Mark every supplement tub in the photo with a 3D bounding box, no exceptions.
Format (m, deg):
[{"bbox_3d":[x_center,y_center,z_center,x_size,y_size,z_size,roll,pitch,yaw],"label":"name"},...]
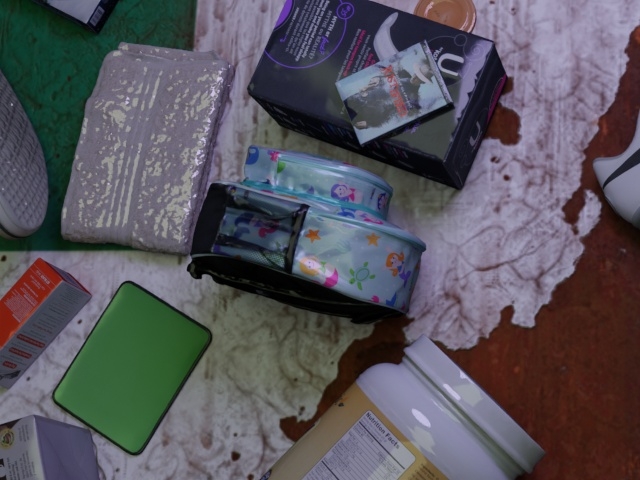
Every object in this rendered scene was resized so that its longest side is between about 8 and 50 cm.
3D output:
[{"bbox_3d":[0.075,0.282,1.527,0.316,0.228,0.228,-46,69,0],"label":"supplement tub"}]

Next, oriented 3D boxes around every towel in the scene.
[{"bbox_3d":[-0.229,-0.125,1.811,0.187,0.049,0.282,8,78,17],"label":"towel"}]

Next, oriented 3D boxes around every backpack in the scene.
[{"bbox_3d":[0.000,0.000,1.626,0.253,0.225,0.191,20,87,15],"label":"backpack"}]

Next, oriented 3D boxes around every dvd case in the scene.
[{"bbox_3d":[0.086,-0.173,1.604,0.119,0.013,0.087,-23,74,9],"label":"dvd case"}]

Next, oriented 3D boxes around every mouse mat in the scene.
[{"bbox_3d":[-0.244,0.163,1.763,0.152,0.007,0.190,30,86,20],"label":"mouse mat"}]

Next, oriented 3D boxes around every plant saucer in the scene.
[{"bbox_3d":[0.160,-0.289,1.767,0.083,0.013,0.083,-4,74,14],"label":"plant saucer"}]

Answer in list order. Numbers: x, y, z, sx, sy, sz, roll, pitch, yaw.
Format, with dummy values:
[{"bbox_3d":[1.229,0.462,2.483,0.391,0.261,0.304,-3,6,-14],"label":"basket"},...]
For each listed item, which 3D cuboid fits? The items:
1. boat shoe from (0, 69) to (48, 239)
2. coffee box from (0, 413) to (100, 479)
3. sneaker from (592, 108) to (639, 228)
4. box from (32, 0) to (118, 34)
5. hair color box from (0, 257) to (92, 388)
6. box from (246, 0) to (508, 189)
[{"bbox_3d":[-0.514,-0.183,1.838,0.156,0.187,0.500,-37,65,9],"label":"boat shoe"},{"bbox_3d":[-0.442,0.319,1.690,0.297,0.168,0.119,-18,72,9],"label":"coffee box"},{"bbox_3d":[0.450,-0.157,1.577,0.330,0.122,0.146,-44,66,14],"label":"sneaker"},{"bbox_3d":[-0.322,-0.425,1.915,0.159,0.044,0.233,29,85,20],"label":"box"},{"bbox_3d":[-0.385,0.108,1.769,0.053,0.093,0.167,40,88,21],"label":"hair color box"},{"bbox_3d":[0.074,-0.193,1.695,0.270,0.143,0.165,22,84,19],"label":"box"}]
